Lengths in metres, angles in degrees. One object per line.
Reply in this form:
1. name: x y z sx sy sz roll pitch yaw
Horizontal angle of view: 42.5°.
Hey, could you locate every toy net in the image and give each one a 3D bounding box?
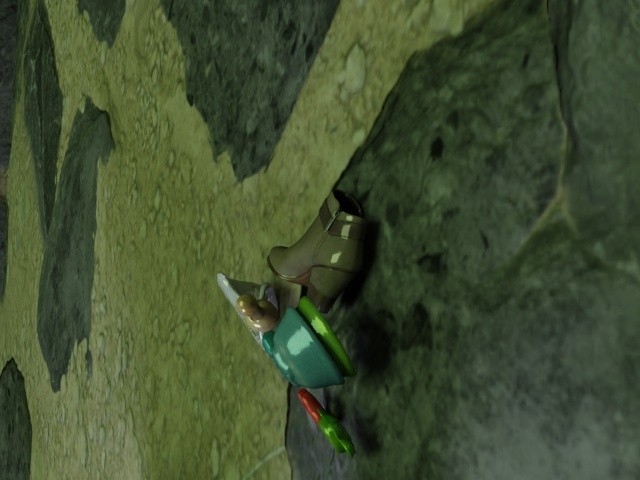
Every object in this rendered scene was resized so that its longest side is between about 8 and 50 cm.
1. toy net: -0.025 0.081 0.671 0.122 0.045 0.232 59 171 -23

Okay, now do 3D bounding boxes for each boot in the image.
1. boot: 0.000 0.000 0.654 0.118 0.042 0.087 42 116 53
